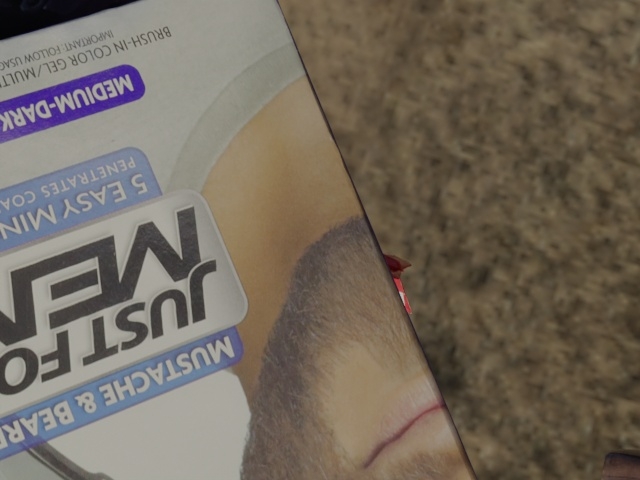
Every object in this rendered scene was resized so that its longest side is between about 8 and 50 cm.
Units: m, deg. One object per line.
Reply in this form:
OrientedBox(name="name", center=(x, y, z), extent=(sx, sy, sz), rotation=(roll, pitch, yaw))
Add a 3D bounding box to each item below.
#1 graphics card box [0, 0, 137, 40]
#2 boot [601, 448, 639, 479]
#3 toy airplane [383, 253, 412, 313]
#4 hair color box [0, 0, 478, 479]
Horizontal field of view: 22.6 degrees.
OrientedBox(name="graphics card box", center=(-0.149, -0.041, 0.771), extent=(0.232, 0.371, 0.094), rotation=(-34, 35, -5))
OrientedBox(name="boot", center=(0.203, 0.109, 0.600), extent=(0.248, 0.206, 0.090), rotation=(53, -131, -55))
OrientedBox(name="toy airplane", center=(0.000, 0.000, 1.057), extent=(0.028, 0.151, 0.151), rotation=(-62, 19, 12))
OrientedBox(name="hair color box", center=(-0.052, 0.084, 0.614), extent=(0.339, 0.185, 0.110), rotation=(68, 155, 3))
